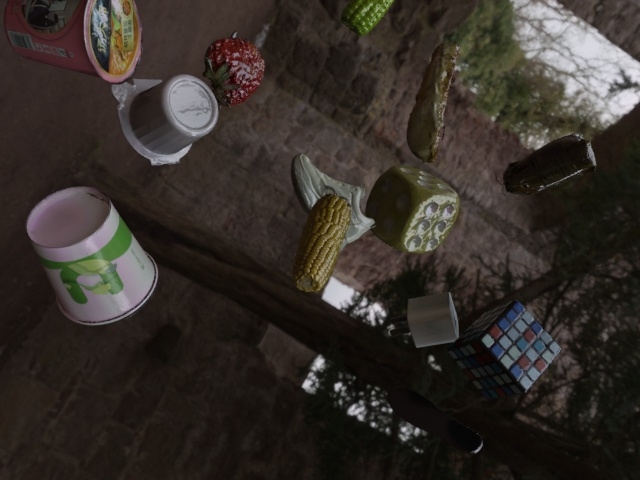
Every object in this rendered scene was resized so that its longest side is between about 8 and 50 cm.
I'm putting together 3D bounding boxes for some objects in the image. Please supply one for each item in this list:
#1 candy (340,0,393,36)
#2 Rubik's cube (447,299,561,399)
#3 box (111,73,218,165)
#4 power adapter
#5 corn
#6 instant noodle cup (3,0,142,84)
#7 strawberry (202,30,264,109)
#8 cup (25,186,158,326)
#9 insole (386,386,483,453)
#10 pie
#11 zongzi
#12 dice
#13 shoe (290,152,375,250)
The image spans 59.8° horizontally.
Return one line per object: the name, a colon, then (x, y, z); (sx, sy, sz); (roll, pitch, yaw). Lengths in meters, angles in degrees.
candy: (0.149, -0.651, 1.506); (0.209, 0.097, 0.097); (-44, -170, 10)
Rubik's cube: (0.493, 0.297, 1.506); (0.184, 0.182, 0.187); (-36, 172, -22)
box: (-0.438, -0.388, 1.621); (0.206, 0.291, 0.262); (-9, -135, 45)
power adapter: (0.312, 0.250, 1.719); (0.205, 0.125, 0.130); (-13, -154, 19)
corn: (0.000, 0.000, 1.302); (0.106, 0.106, 0.305); (-52, -170, 41)
instant noodle cup: (-0.597, -0.508, 1.339); (0.244, 0.255, 0.244); (11, 90, -77)
strawberry: (-0.265, -0.605, 1.927); (0.306, 0.138, 0.233); (-50, 138, -37)
cup: (-0.547, 0.028, 1.326); (0.274, 0.253, 0.253); (87, 22, -49)
insole: (0.308, 0.495, 1.549); (0.110, 0.309, 0.012); (-30, 128, -38)
pie: (0.281, -0.341, 1.389); (0.315, 0.092, 0.315); (15, 90, -81)
zongzi: (0.617, -0.214, 1.540); (0.248, 0.111, 0.241); (-22, -168, 25)
dice: (0.312, -0.107, 1.921); (0.233, 0.227, 0.238); (47, -56, 45)
shoe: (0.043, -0.143, 1.800); (0.211, 0.342, 0.132); (-27, -179, -8)
